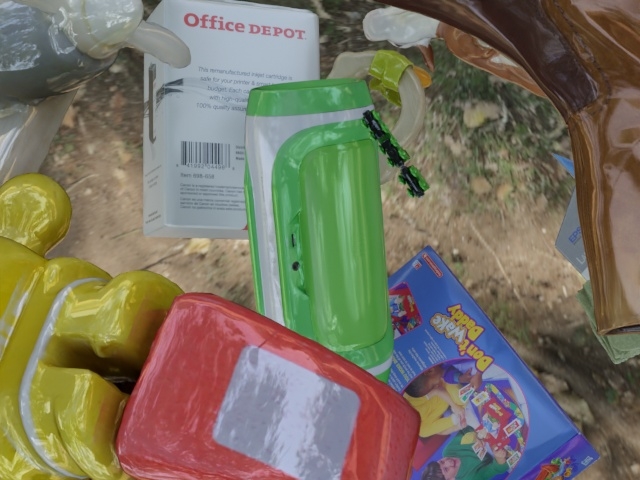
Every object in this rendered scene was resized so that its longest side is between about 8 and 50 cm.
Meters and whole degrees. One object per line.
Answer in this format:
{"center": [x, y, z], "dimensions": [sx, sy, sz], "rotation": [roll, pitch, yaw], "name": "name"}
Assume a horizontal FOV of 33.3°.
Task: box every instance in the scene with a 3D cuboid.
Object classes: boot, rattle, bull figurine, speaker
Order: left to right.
{"center": [0.000, 0.000, 1.018], "dimensions": [0.131, 0.131, 0.296], "rotation": [-3, 102, 8], "name": "speaker"}
{"center": [0.063, -0.113, 1.242], "dimensions": [0.130, 0.143, 0.199], "rotation": [1, 91, 4], "name": "rattle"}
{"center": [0.194, -0.194, 1.019], "dimensions": [0.310, 0.188, 0.101], "rotation": [16, 96, 3], "name": "bull figurine"}
{"center": [0.147, -0.072, 0.655], "dimensions": [0.264, 0.096, 0.280], "rotation": [5, 66, -24], "name": "boot"}

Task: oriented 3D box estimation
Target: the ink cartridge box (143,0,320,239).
{"center": [-0.108, -0.142, 1.297], "dimensions": [0.197, 0.114, 0.272], "rotation": [2, 84, -24], "name": "ink cartridge box"}

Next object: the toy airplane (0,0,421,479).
{"center": [-0.197, 0.043, 0.489], "dimensions": [0.384, 0.272, 0.386], "rotation": [-28, 59, -6], "name": "toy airplane"}

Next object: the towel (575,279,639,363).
{"center": [0.400, 0.075, 1.316], "dimensions": [0.148, 0.027, 0.110], "rotation": [-26, 78, 4], "name": "towel"}

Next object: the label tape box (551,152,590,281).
{"center": [0.487, 0.027, 1.653], "dimensions": [0.106, 0.241, 0.333], "rotation": [-54, 49, 21], "name": "label tape box"}

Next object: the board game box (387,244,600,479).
{"center": [0.141, 0.197, 1.318], "dimensions": [0.233, 0.347, 0.078], "rotation": [-39, 136, 5], "name": "board game box"}

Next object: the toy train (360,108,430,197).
{"center": [0.060, -0.070, 0.860], "dimensions": [0.017, 0.024, 0.083], "rotation": [-34, 89, 22], "name": "toy train"}
